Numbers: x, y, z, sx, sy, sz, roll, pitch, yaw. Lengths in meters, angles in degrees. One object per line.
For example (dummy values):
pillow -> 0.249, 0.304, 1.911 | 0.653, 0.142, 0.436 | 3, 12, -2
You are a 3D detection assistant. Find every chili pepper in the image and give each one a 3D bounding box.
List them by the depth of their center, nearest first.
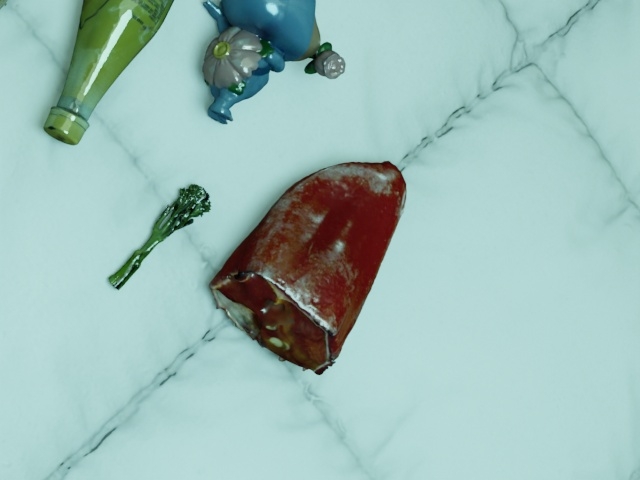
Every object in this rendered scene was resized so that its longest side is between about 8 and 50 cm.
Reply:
chili pepper -> 0.000, 0.000, 1.248 | 0.144, 0.136, 0.252 | 17, 58, 23

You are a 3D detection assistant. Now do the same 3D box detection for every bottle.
bottle -> -0.203, -0.219, 1.180 | 0.083, 0.083, 0.269 | 29, 76, -20

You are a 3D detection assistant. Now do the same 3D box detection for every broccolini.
broccolini -> -0.162, -0.001, 1.208 | 0.140, 0.030, 0.035 | -50, 141, -17

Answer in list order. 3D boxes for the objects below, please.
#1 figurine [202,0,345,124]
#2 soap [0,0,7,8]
figurine -> -0.055, -0.198, 1.241 | 0.144, 0.114, 0.178 | 29, 84, -27
soap -> -0.375, -0.169, 1.029 | 0.091, 0.199, 0.315 | 38, 71, -13
